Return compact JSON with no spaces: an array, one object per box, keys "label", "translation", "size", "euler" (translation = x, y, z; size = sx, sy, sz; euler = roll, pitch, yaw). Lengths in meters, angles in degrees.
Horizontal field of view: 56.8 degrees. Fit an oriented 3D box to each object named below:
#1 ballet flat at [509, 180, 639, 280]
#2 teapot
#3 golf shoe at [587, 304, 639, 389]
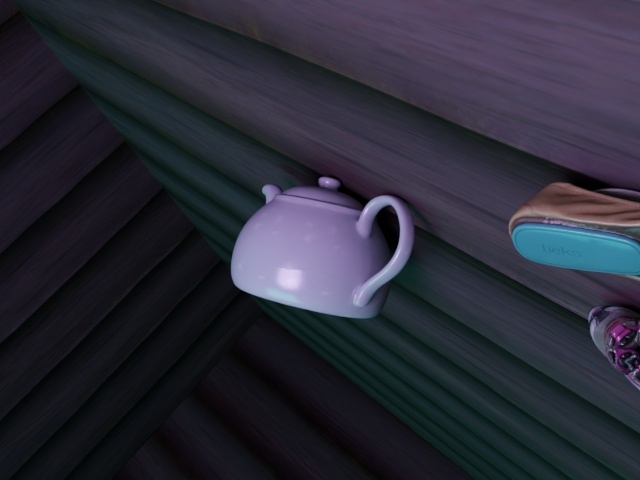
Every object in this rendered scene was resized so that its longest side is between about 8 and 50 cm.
[{"label":"ballet flat","translation":[0.249,-0.002,0.413],"size":[0.232,0.073,0.080],"euler":[20,146,41]},{"label":"teapot","translation":[0.000,0.000,0.865],"size":[0.256,0.186,0.252],"euler":[14,-179,7]},{"label":"golf shoe","translation":[0.341,0.129,0.580],"size":[0.186,0.067,0.086],"euler":[44,-168,-7]}]
